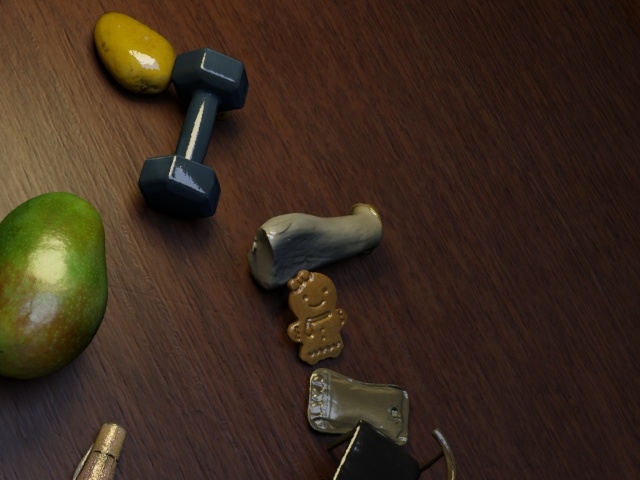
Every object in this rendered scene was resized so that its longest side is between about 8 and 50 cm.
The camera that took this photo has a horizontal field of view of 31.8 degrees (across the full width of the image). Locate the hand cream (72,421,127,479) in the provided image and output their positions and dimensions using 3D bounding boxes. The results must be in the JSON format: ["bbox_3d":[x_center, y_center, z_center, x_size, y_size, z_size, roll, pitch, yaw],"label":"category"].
[{"bbox_3d":[-0.370,0.391,1.859,0.084,0.084,0.203,27,52,-14],"label":"hand cream"}]

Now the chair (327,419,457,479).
[{"bbox_3d":[0.099,0.427,1.971,0.166,0.272,0.188,36,54,-9],"label":"chair"}]

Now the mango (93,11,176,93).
[{"bbox_3d":[-0.370,-0.374,2.224,0.137,0.098,0.195,-33,77,-33],"label":"mango"}]

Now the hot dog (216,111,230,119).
[{"bbox_3d":[-0.227,-0.273,2.288,0.090,0.030,0.034,37,56,-7],"label":"hot dog"}]

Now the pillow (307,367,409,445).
[{"bbox_3d":[0.075,0.324,2.155,0.217,0.033,0.130,17,58,-20],"label":"pillow"}]

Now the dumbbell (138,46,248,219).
[{"bbox_3d":[-0.240,-0.207,2.161,0.160,0.144,0.325,22,64,-19],"label":"dumbbell"}]

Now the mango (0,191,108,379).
[{"bbox_3d":[-0.464,0.066,1.896,0.225,0.201,0.382,11,48,2],"label":"mango"}]

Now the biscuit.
[{"bbox_3d":[-0.005,0.147,2.157,0.133,0.027,0.184,-2,96,-33],"label":"biscuit"}]

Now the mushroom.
[{"bbox_3d":[0.000,0.000,2.202,0.328,0.159,0.122,-16,78,-37],"label":"mushroom"}]
